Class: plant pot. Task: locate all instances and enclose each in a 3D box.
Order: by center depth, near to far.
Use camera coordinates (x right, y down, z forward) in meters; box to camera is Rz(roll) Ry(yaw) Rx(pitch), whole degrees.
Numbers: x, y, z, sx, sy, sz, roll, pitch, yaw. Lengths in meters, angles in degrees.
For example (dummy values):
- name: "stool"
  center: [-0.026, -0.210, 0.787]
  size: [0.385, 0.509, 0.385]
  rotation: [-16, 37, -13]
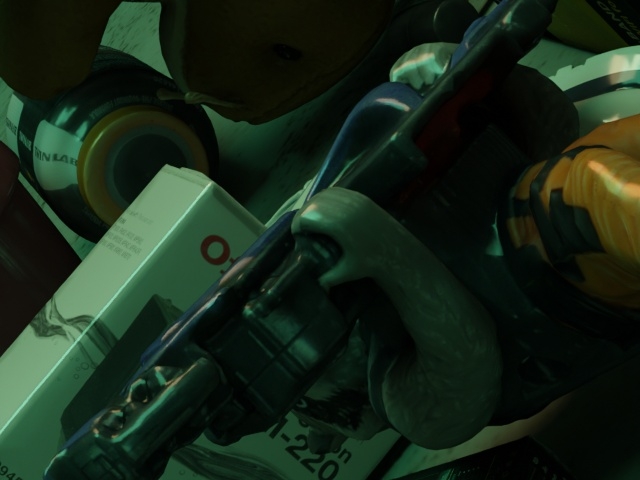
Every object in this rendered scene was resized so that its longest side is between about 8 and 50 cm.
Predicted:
- name: "plant pot"
  center: [-0.244, 0.042, 1.344]
  size: [0.201, 0.180, 0.201]
  rotation: [-40, 22, 19]

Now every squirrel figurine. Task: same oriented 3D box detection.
- name: "squirrel figurine"
  center: [-0.098, -0.270, 1.253]
  size: [0.397, 0.370, 0.281]
  rotation: [-66, 11, 2]

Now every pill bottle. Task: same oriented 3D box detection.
- name: "pill bottle"
  center: [-0.150, -0.068, 1.427]
  size: [0.130, 0.130, 0.245]
  rotation: [-49, 20, -2]

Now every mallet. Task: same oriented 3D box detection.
- name: "mallet"
  center: [0.118, -0.184, 1.246]
  size: [0.190, 0.039, 0.062]
  rotation: [-48, 20, -13]

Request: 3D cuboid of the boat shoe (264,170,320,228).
- name: "boat shoe"
  center: [0.000, 0.001, 1.071]
  size: [0.227, 0.079, 0.081]
  rotation: [-48, 24, 9]

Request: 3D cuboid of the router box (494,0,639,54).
- name: "router box"
  center: [0.071, -0.222, 1.003]
  size: [0.081, 0.309, 0.243]
  rotation: [-49, 19, -1]

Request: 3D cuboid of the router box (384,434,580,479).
- name: "router box"
  center: [0.046, 0.143, 0.776]
  size: [0.092, 0.038, 0.122]
  rotation: [-24, 30, 46]

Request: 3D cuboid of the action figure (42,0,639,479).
- name: "action figure"
  center: [0.074, 0.027, 0.717]
  size: [0.330, 0.178, 0.341]
  rotation: [-23, 18, 51]

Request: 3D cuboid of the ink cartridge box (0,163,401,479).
- name: "ink cartridge box"
  center: [-0.074, 0.096, 0.931]
  size: [0.218, 0.158, 0.092]
  rotation: [-51, 19, -8]

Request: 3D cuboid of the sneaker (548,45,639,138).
- name: "sneaker"
  center: [0.085, -0.012, 0.925]
  size: [0.235, 0.090, 0.095]
  rotation: [-26, 38, 48]
